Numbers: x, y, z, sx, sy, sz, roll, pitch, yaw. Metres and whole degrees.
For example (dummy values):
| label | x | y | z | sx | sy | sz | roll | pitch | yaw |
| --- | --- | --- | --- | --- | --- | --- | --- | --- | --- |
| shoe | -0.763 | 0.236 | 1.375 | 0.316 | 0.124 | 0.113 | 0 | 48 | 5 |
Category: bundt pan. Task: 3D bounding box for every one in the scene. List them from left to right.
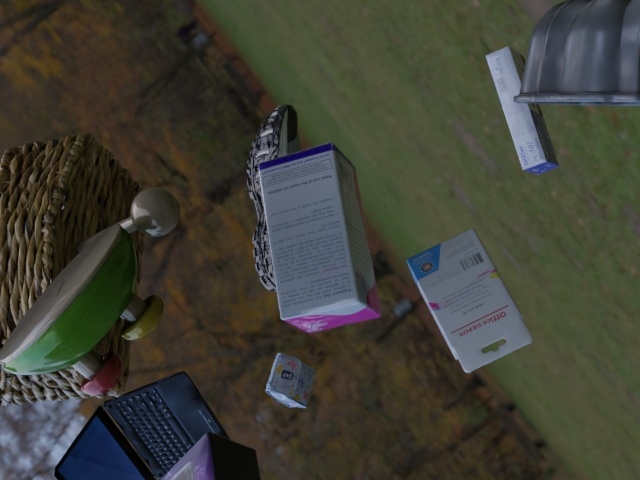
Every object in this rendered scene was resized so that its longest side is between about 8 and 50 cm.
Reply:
| label | x | y | z | sx | sy | sz | roll | pitch | yaw |
| --- | --- | --- | --- | --- | --- | --- | --- | --- | --- |
| bundt pan | 0.387 | -0.216 | 1.264 | 0.331 | 0.330 | 0.124 | -125 | 35 | -82 |

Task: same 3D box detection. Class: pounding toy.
| label | x | y | z | sx | sy | sz | roll | pitch | yaw |
| --- | --- | --- | --- | --- | --- | --- | --- | --- | --- |
| pounding toy | -0.218 | 0.070 | 1.143 | 0.110 | 0.183 | 0.237 | 43 | -140 | -16 |

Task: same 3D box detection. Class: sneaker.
| label | x | y | z | sx | sy | sz | roll | pitch | yaw |
| --- | --- | --- | --- | --- | --- | --- | --- | --- | --- |
| sneaker | -0.042 | -0.063 | 1.610 | 0.100 | 0.108 | 0.272 | -8 | 85 | 64 |

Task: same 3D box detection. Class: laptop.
| label | x | y | z | sx | sy | sz | roll | pitch | yaw |
| --- | --- | --- | --- | --- | --- | --- | --- | --- | --- |
| laptop | -0.316 | 0.401 | 2.027 | 0.136 | 0.264 | 0.234 | -104 | -10 | -52 |

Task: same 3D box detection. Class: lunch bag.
| label | x | y | z | sx | sy | sz | roll | pitch | yaw |
| --- | --- | --- | --- | --- | --- | --- | --- | --- | --- |
| lunch bag | -0.053 | 0.237 | 1.866 | 0.053 | 0.071 | 0.083 | -6 | 147 | 42 |

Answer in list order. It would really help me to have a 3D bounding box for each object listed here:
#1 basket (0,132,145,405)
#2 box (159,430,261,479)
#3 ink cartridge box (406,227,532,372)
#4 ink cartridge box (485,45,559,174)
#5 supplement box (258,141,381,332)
| label | x | y | z | sx | sy | sz | roll | pitch | yaw |
| --- | --- | --- | --- | --- | --- | --- | --- | --- | --- |
| basket | -0.360 | 0.034 | 1.337 | 0.213 | 0.223 | 0.299 | 51 | -142 | -57 |
| box | -0.170 | 0.449 | 1.650 | 0.103 | 0.184 | 0.261 | 27 | -154 | -30 |
| ink cartridge box | 0.203 | 0.088 | 1.497 | 0.061 | 0.104 | 0.181 | 62 | -178 | -66 |
| ink cartridge box | 0.343 | -0.219 | 1.870 | 0.097 | 0.046 | 0.207 | 4 | -112 | -65 |
| supplement box | 0.000 | 0.000 | 1.469 | 0.111 | 0.114 | 0.220 | 39 | -142 | -66 |
